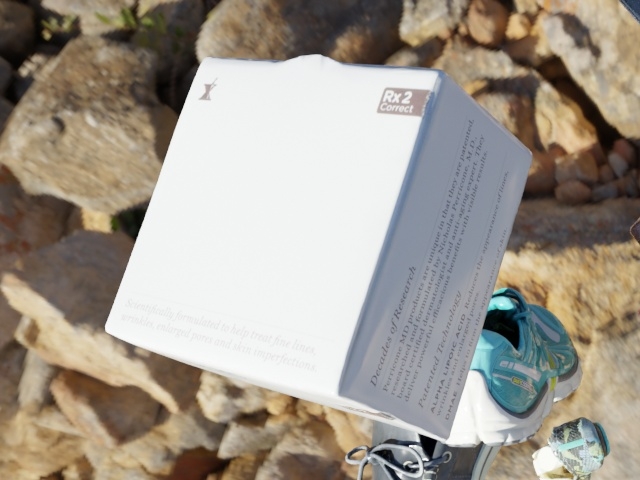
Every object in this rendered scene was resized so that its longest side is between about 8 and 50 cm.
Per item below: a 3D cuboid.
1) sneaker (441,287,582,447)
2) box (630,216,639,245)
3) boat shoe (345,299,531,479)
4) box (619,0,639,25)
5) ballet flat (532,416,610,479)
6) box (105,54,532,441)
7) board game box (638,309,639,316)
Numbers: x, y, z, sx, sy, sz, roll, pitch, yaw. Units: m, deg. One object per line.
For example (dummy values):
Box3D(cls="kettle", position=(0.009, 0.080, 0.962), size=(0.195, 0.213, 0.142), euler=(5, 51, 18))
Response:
Box3D(cls="sneaker", position=(0.172, 0.095, 1.016), size=(0.107, 0.275, 0.110), euler=(-2, 100, 18))
Box3D(cls="box", position=(0.403, -0.017, 0.930), size=(0.203, 0.167, 0.168), euler=(-59, 33, 29))
Box3D(cls="boat shoe", position=(0.122, 0.279, 1.452), size=(0.500, 0.156, 0.187), euler=(-62, 21, -10))
Box3D(cls="box", position=(0.221, -0.284, 0.780), size=(0.247, 0.142, 0.163), euler=(46, 122, -8))
Box3D(cls="ballet flat", position=(0.255, 0.226, 1.200), size=(0.070, 0.188, 0.070), euler=(-2, 67, 4))
Box3D(cls="box", position=(0.000, 0.000, 0.660), size=(0.181, 0.119, 0.182), euler=(10, 77, 40))
Box3D(cls="board game box", position=(0.638, 0.160, 1.592), size=(0.242, 0.064, 0.316), euler=(-36, 96, 13))
